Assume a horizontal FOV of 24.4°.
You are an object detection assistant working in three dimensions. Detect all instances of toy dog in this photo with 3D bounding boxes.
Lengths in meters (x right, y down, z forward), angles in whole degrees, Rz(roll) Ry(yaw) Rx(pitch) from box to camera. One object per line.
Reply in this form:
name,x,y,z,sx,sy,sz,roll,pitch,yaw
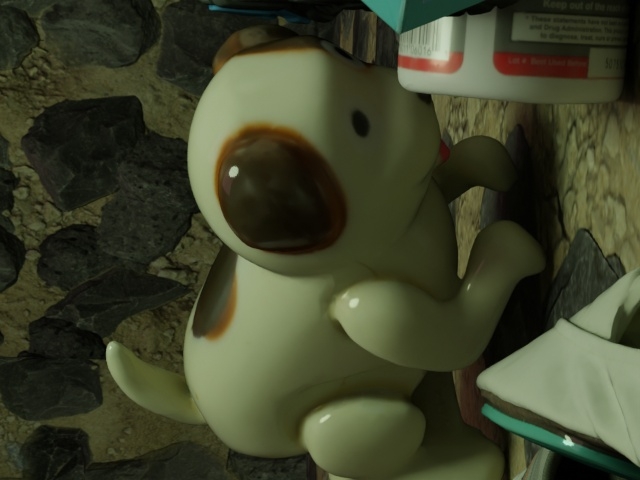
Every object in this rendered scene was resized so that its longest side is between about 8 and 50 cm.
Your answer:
toy dog,0.000,0.000,1.308,0.285,0.395,0.408,-81,-9,-45

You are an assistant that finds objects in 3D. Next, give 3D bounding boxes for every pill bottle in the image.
pill bottle,0.141,-0.242,1.026,0.161,0.161,0.283,-118,31,-79

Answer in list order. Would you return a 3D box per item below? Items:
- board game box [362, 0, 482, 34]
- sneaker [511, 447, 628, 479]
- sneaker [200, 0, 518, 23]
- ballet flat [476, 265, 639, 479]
board game box,0.043,-0.274,0.833,0.336,0.253,0.079,47,148,30
sneaker,0.166,0.228,0.925,0.271,0.100,0.108,-94,14,-47
sneaker,0.020,-0.215,0.953,0.341,0.125,0.140,13,98,55
ballet flat,0.189,0.075,0.719,0.400,0.139,0.139,-163,75,-80
